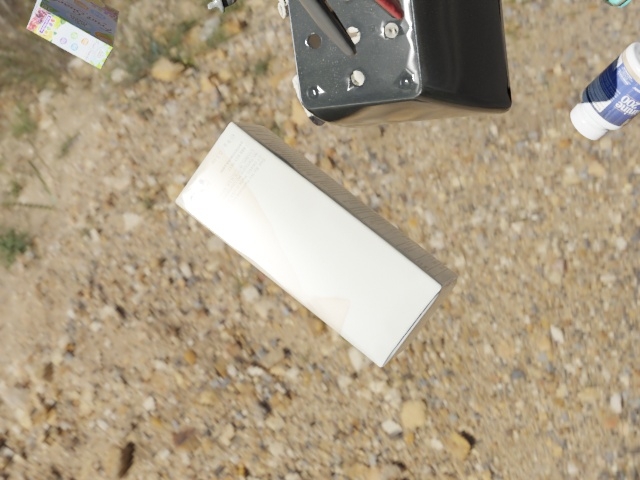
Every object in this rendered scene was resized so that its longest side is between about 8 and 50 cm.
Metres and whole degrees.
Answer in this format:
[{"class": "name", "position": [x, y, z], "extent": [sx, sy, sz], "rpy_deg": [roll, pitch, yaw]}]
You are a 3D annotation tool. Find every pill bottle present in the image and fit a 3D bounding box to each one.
[{"class": "pill bottle", "position": [0.356, -0.174, 1.412], "extent": [0.067, 0.120, 0.067], "rpy_deg": [19, 48, -23]}]

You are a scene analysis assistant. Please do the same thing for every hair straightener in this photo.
[{"class": "hair straightener", "position": [-0.034, -0.163, 0.709], "extent": [0.089, 0.230, 0.047], "rpy_deg": [-38, 64, 16]}]

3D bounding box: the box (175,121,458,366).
[{"class": "box", "position": [0.000, 0.000, 1.398], "extent": [0.311, 0.148, 0.121], "rpy_deg": [39, 101, 11]}]

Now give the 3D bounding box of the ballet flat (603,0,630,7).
[{"class": "ballet flat", "position": [0.366, -0.389, 1.391], "extent": [0.083, 0.087, 0.247], "rpy_deg": [-10, 48, 61]}]

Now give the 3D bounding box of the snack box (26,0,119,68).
[{"class": "snack box", "position": [-0.304, -0.274, 1.469], "extent": [0.037, 0.100, 0.141], "rpy_deg": [-56, 20, 22]}]

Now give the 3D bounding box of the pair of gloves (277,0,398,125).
[{"class": "pair of gloves", "position": [0.039, -0.283, 1.477], "extent": [0.204, 0.240, 0.042], "rpy_deg": [-29, 26, -28]}]

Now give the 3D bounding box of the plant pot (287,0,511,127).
[{"class": "plant pot", "position": [0.066, -0.204, 1.160], "extent": [0.187, 0.167, 0.188], "rpy_deg": [-3, 98, 27]}]
